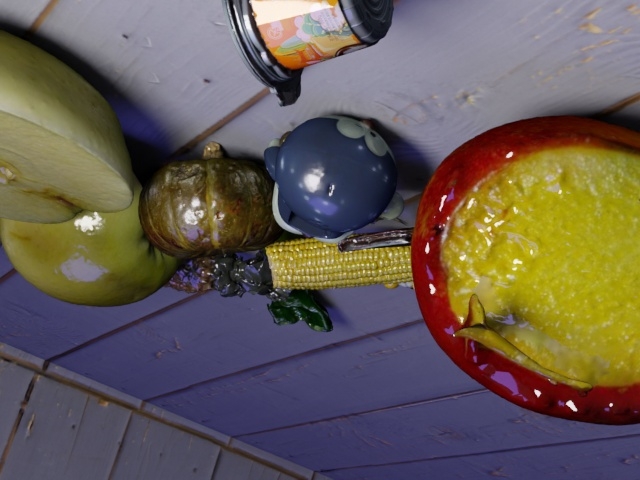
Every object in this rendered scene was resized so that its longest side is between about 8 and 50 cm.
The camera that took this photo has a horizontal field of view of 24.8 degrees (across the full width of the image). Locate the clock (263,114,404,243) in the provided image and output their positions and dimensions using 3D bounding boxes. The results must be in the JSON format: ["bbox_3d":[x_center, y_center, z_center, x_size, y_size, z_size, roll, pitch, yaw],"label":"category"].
[{"bbox_3d":[0.016,-0.075,1.890,0.199,0.146,0.243,24,168,-2],"label":"clock"}]

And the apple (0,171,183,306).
[{"bbox_3d":[-0.348,-0.014,2.226,0.258,0.233,0.295,17,166,36],"label":"apple"}]

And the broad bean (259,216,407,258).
[{"bbox_3d":[-0.009,-0.005,2.219,0.098,0.056,0.318,30,155,-29],"label":"broad bean"}]

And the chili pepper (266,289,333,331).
[{"bbox_3d":[-0.038,0.103,2.531,0.108,0.062,0.216,6,158,14],"label":"chili pepper"}]

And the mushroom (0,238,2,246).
[{"bbox_3d":[-0.669,-0.053,2.262,0.356,0.315,0.315,10,159,15],"label":"mushroom"}]

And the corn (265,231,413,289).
[{"bbox_3d":[0.043,0.030,2.128,0.248,0.081,0.081,-4,158,2],"label":"corn"}]

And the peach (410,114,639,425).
[{"bbox_3d":[0.301,0.035,1.647,0.406,0.335,0.310,13,-179,1],"label":"peach"}]

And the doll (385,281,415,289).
[{"bbox_3d":[0.246,0.075,2.145,0.316,0.103,0.145,13,164,31],"label":"doll"}]

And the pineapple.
[{"bbox_3d":[-0.153,0.049,2.409,0.237,0.119,0.111,11,119,13],"label":"pineapple"}]

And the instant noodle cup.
[{"bbox_3d":[-0.004,-0.247,1.434,0.125,0.177,0.208,-9,119,24],"label":"instant noodle cup"}]

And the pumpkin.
[{"bbox_3d":[-0.157,-0.058,2.066,0.219,0.162,0.219,-3,177,0],"label":"pumpkin"}]

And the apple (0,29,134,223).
[{"bbox_3d":[-0.441,-0.131,1.932,0.360,0.312,0.320,25,-160,-38],"label":"apple"}]

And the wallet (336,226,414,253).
[{"bbox_3d":[0.126,-0.007,1.974,0.122,0.031,0.232,-8,178,30],"label":"wallet"}]
